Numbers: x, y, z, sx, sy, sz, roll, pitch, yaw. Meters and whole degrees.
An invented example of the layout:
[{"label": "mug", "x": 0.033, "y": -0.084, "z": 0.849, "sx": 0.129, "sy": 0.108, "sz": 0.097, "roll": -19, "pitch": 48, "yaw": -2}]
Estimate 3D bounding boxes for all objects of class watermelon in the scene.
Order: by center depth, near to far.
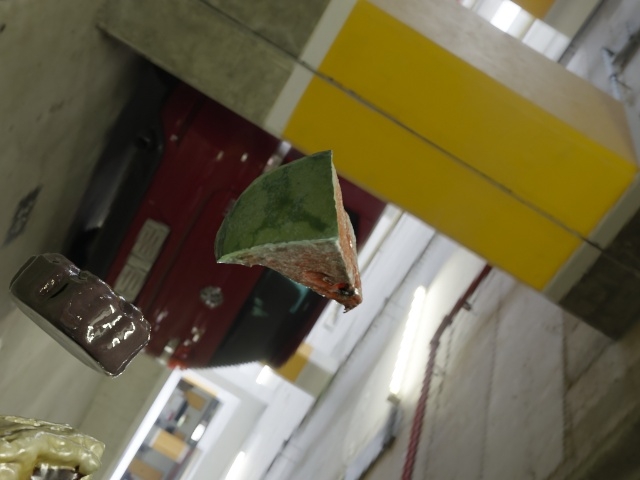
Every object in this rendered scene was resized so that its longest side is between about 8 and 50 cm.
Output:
[{"label": "watermelon", "x": 0.006, "y": -0.011, "z": 0.782, "sx": 0.121, "sy": 0.158, "sz": 0.098, "roll": -31, "pitch": -141, "yaw": 50}]

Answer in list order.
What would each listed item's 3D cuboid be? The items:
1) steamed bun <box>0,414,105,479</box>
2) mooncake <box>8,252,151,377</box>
[{"label": "steamed bun", "x": -0.402, "y": 0.336, "z": 1.036, "sx": 0.428, "sy": 0.189, "sz": 0.247, "roll": 22, "pitch": 72, "yaw": -57}, {"label": "mooncake", "x": -0.453, "y": 0.133, "z": 1.664, "sx": 0.141, "sy": 0.283, "sz": 0.283, "roll": -54, "pitch": 180, "yaw": -19}]
